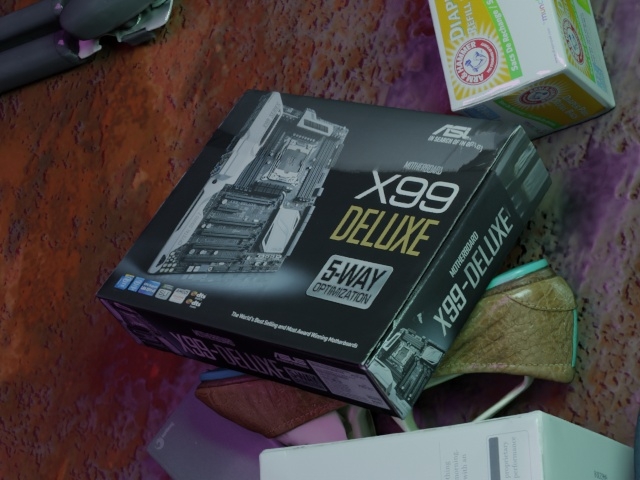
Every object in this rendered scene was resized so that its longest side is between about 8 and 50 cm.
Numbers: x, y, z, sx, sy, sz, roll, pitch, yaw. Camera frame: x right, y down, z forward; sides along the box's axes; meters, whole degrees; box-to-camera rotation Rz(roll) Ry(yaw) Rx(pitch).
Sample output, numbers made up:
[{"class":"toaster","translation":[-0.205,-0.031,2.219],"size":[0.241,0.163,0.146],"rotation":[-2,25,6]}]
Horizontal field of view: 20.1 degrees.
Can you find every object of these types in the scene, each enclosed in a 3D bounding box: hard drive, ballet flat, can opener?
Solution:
[{"class":"hard drive","translation":[-0.082,0.190,1.575],"size":[0.135,0.022,0.094],"rotation":[42,99,32]},{"class":"ballet flat","translation":[0.057,0.121,1.478],"size":[0.342,0.116,0.124],"rotation":[-19,87,20]},{"class":"can opener","translation":[-0.268,-0.209,1.747],"size":[0.283,0.095,0.076],"rotation":[-16,68,25]}]

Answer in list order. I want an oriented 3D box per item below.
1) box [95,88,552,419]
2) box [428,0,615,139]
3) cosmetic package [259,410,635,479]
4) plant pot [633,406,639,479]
[{"class":"box","translation":[0.000,0.000,1.467],"size":[0.307,0.076,0.242],"rotation":[12,59,43]},{"class":"box","translation":[0.157,-0.196,1.489],"size":[0.103,0.114,0.203],"rotation":[-20,69,25]},{"class":"cosmetic package","translation":[0.106,0.222,1.338],"size":[0.225,0.224,0.138],"rotation":[-10,72,28]},{"class":"plant pot","translation":[0.337,0.144,1.244],"size":[0.290,0.195,0.290],"rotation":[-8,73,27]}]
